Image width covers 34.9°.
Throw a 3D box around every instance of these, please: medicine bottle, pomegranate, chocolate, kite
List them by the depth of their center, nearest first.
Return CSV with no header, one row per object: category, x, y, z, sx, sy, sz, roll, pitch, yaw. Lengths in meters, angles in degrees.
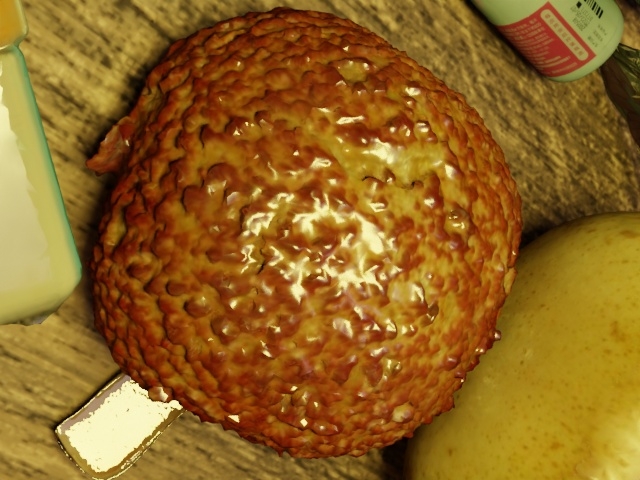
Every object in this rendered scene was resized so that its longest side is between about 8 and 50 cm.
chocolate,-0.161,0.142,0.820,0.100,0.031,0.064,-45,102,-17
pomegranate,0.271,0.183,0.868,0.416,0.416,0.417,-8,107,-28
medicine bottle,0.167,-0.232,0.872,0.216,0.090,0.090,38,83,-31
kite,0.348,-0.038,0.984,0.022,0.204,0.360,-30,124,2

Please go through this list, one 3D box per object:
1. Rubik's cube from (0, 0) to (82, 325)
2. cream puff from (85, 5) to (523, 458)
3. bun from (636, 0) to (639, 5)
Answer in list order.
Rubik's cube,-0.348,-0.117,0.460,0.347,0.346,0.344,-19,111,-25
cream puff,-0.004,0.003,0.738,0.350,0.228,0.350,-2,97,-13
bun,0.386,-0.343,0.855,0.362,0.211,0.362,-29,158,-13
